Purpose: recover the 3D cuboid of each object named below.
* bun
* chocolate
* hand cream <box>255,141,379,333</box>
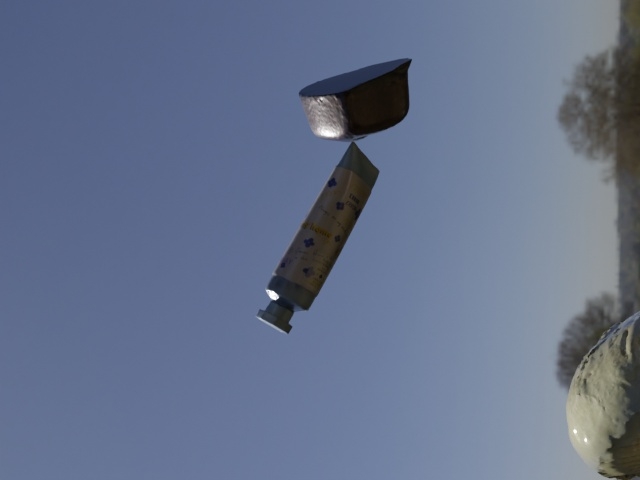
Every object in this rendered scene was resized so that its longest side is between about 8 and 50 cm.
[{"bbox_3d":[0.389,0.143,1.092,0.146,0.287,0.287,53,177,33],"label":"bun"},{"bbox_3d":[0.052,-0.165,1.216,0.125,0.149,0.080,-78,-28,-68],"label":"chocolate"},{"bbox_3d":[0.000,0.000,0.843,0.170,0.043,0.065,-60,-30,-7],"label":"hand cream"}]
